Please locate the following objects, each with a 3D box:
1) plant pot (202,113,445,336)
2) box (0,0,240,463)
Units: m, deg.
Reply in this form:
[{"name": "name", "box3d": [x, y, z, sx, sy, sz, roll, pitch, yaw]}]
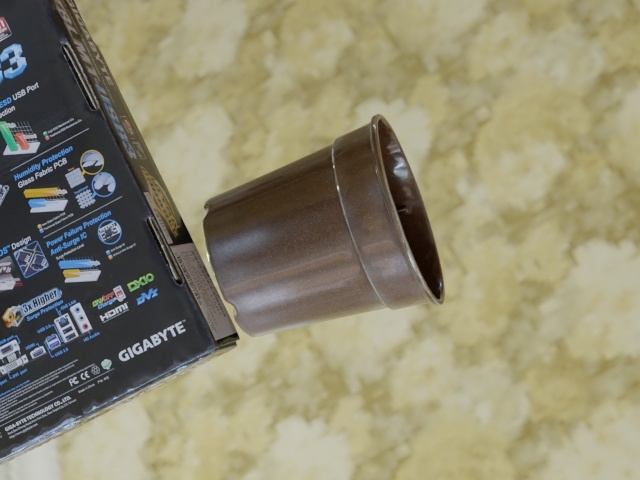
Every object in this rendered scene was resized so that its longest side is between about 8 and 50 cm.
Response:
[{"name": "plant pot", "box3d": [0.000, 0.000, 1.502, 0.167, 0.165, 0.167, -19, -90, -78]}, {"name": "box", "box3d": [-0.252, 0.009, 1.287, 0.293, 0.295, 0.073, 63, -168, 6]}]
